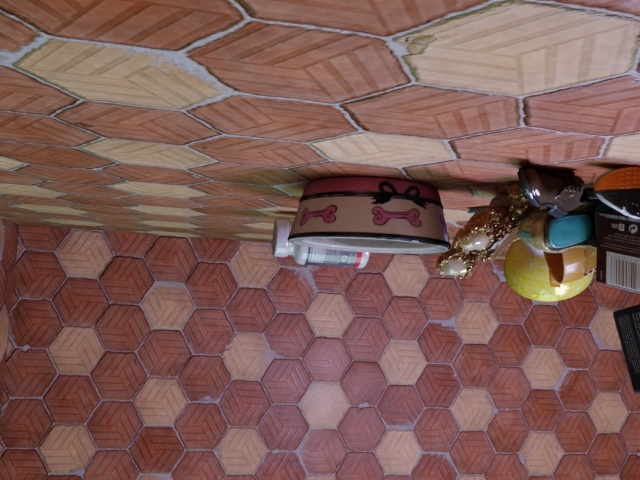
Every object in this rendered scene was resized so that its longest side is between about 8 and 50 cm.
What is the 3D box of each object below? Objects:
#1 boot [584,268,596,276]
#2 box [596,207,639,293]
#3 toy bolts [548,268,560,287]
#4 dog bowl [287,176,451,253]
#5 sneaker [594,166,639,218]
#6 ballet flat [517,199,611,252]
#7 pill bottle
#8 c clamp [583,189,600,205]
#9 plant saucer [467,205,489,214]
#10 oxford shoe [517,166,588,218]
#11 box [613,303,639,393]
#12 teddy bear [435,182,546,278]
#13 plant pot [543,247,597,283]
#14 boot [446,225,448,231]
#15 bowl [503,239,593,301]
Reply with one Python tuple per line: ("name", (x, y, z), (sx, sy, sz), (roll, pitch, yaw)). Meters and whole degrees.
("boot", (0.870, 0.074, 1.918), (0.244, 0.176, 0.088), (34, 160, 40))
("box", (0.732, 0.008, 1.380), (0.203, 0.167, 0.168), (-16, -162, -30))
("toy bolts", (0.754, 0.017, 1.880), (0.158, 0.219, 0.228), (-5, -169, 18))
("dog bowl", (0.124, -0.057, 1.598), (0.407, 0.151, 0.408), (4, 175, 0))
("sneaker", (0.634, -0.086, 1.264), (0.262, 0.100, 0.121), (6, 179, -21))
("ballet flat", (0.597, -0.032, 1.467), (0.348, 0.123, 0.123), (-5, 180, -29))
("pill bottle", (0.000, 0.000, 2.172), (0.318, 0.177, 0.176), (4, 175, -10))
("c clamp", (0.636, -0.104, 1.484), (0.137, 0.022, 0.160), (-7, 169, 33))
("plant saucer", (0.504, -0.086, 1.771), (0.067, 0.018, 0.192), (7, 175, -36))
("oxford shoe", (0.466, -0.112, 1.266), (0.096, 0.083, 0.227), (-28, 155, 37))
("box", (0.915, 0.209, 1.415), (0.293, 0.212, 0.395), (-7, 166, -11))
("teddy bear", (0.388, -0.030, 1.473), (0.338, 0.113, 0.245), (-35, 154, -24))
("plant pot", (0.691, -0.007, 1.650), (0.187, 0.205, 0.205), (-13, 173, 6))
("boot", (0.356, -0.040, 2.178), (0.157, 0.059, 0.084), (3, 170, 20))
("bowl", (0.743, 0.043, 2.087), (0.289, 0.290, 0.156), (1, 133, 25))
